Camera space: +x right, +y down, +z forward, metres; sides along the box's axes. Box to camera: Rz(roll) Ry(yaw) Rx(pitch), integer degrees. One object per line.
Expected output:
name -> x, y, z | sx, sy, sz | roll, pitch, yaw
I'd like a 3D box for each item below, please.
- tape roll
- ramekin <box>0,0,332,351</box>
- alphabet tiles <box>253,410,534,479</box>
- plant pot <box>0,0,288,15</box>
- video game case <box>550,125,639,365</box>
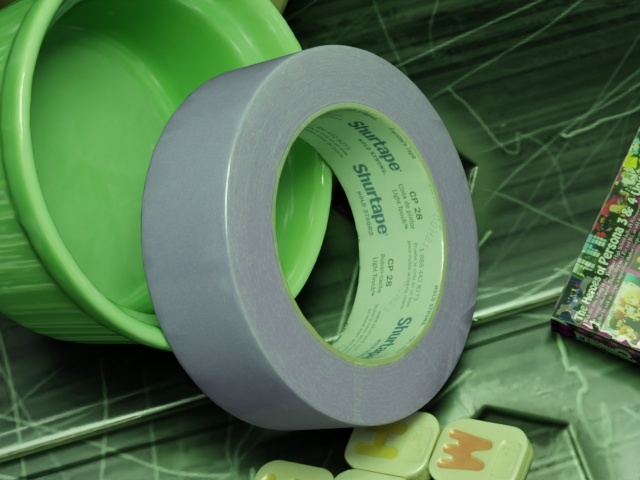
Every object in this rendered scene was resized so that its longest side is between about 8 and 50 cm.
tape roll -> 0.000, 0.000, 1.098 | 0.090, 0.275, 0.275 | -9, 53, 43
ramekin -> -0.146, -0.062, 1.127 | 0.148, 0.303, 0.303 | -9, 54, 42
alphabet tiles -> 0.044, 0.243, 1.046 | 0.278, 0.021, 0.284 | 6, 55, 31
plant pot -> -0.129, -0.264, 1.283 | 0.229, 0.263, 0.263 | 22, 64, -7
video game case -> 0.323, 0.007, 1.184 | 0.210, 0.042, 0.232 | 23, 74, 16
